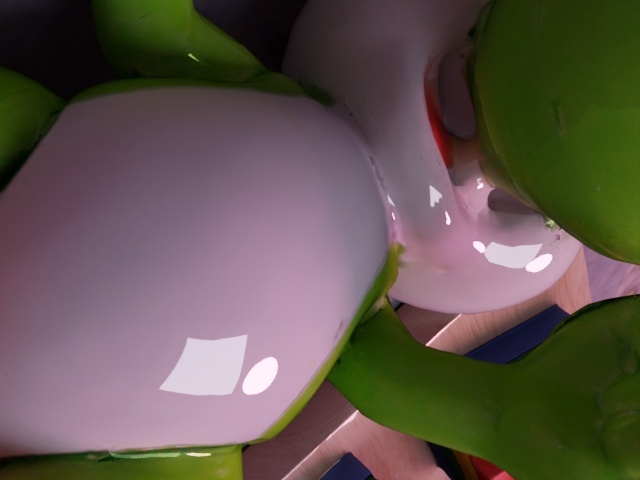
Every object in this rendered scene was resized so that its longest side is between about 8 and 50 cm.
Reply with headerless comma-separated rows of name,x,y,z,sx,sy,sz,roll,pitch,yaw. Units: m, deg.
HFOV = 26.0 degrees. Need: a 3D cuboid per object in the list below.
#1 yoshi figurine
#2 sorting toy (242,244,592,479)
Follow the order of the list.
yoshi figurine,0.010,-0.013,0.353,0.362,0.203,0.203,-30,140,-33
sorting toy,0.066,0.139,0.707,0.255,0.089,0.257,-42,150,-8
